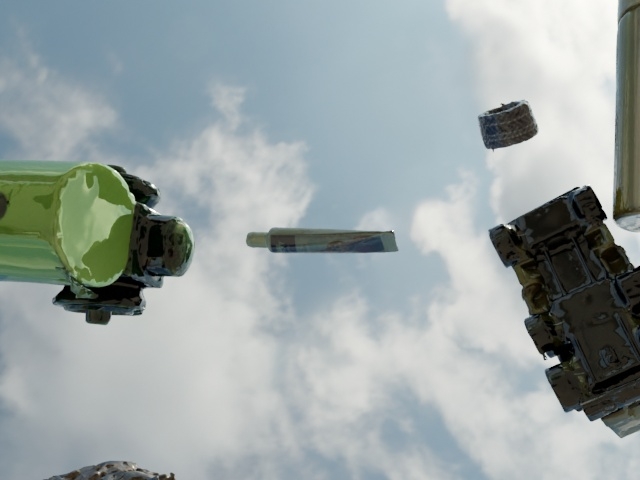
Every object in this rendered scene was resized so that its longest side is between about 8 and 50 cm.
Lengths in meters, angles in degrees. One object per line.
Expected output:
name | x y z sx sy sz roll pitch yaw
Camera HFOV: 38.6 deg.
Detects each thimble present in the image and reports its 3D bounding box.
thimble | 0.311 -0.193 1.523 0.066 0.095 0.104 69 -157 -10

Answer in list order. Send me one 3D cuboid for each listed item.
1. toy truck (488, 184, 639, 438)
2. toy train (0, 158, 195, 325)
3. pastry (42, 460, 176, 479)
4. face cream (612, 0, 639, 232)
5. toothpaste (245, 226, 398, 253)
toy truck | 0.272 0.065 0.928 0.127 0.127 0.257 46 -159 -45
toy train | -0.209 -0.008 0.546 0.253 0.157 0.105 3 -100 17
pastry | -0.271 0.384 1.086 0.275 0.275 0.192 -17 -74 -31
face cream | 0.340 -0.157 0.948 0.067 0.139 0.285 2 -98 17
toothpaste | 0.000 0.000 1.276 0.216 0.062 0.037 1 -114 14
